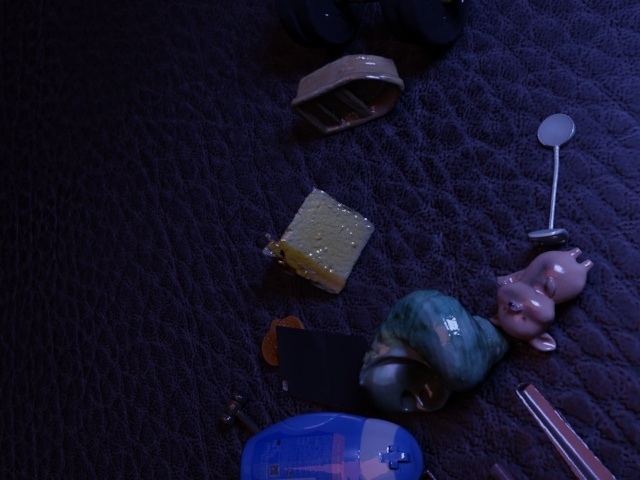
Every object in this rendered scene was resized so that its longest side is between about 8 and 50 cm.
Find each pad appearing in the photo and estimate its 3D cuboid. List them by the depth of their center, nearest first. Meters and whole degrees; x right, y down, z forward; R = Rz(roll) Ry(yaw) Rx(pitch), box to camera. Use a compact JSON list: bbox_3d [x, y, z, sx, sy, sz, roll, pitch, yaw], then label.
[{"bbox_3d":[0.001,0.194,0.973,0.193,0.004,0.116,0,98,44],"label":"pad"}]

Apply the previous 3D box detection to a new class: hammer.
[{"bbox_3d":[-0.056,0.338,0.996,0.292,0.029,0.058,32,96,36],"label":"hammer"}]

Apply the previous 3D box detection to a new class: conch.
[{"bbox_3d":[0.149,0.150,0.854,0.188,0.122,0.175,-4,99,34],"label":"conch"}]

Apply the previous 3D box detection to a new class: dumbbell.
[{"bbox_3d":[0.083,-0.411,1.049,0.389,0.185,0.185,12,82,37],"label":"dumbbell"}]

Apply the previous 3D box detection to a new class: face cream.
[{"bbox_3d":[0.016,0.317,0.901,0.264,0.083,0.149,-12,61,23],"label":"face cream"}]

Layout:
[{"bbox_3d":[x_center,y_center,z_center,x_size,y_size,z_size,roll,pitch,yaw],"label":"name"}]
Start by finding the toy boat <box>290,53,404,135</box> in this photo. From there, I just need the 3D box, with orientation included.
[{"bbox_3d":[0.053,-0.248,1.060,0.188,0.116,0.061,-14,60,32],"label":"toy boat"}]

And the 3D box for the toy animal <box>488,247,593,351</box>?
[{"bbox_3d":[0.284,0.072,0.817,0.150,0.089,0.083,-50,22,15],"label":"toy animal"}]

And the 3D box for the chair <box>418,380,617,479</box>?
[{"bbox_3d":[0.289,0.331,0.655,0.175,0.183,0.326,-49,53,13],"label":"chair"}]

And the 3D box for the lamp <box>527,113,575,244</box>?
[{"bbox_3d":[0.313,-0.088,0.864,0.050,0.056,0.198,-5,68,37],"label":"lamp"}]

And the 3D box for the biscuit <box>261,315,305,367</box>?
[{"bbox_3d":[-0.062,0.165,1.062,0.091,0.015,0.078,-40,54,17],"label":"biscuit"}]

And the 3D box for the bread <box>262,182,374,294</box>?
[{"bbox_3d":[0.000,0.000,1.047,0.152,0.127,0.147,34,94,4],"label":"bread"}]
